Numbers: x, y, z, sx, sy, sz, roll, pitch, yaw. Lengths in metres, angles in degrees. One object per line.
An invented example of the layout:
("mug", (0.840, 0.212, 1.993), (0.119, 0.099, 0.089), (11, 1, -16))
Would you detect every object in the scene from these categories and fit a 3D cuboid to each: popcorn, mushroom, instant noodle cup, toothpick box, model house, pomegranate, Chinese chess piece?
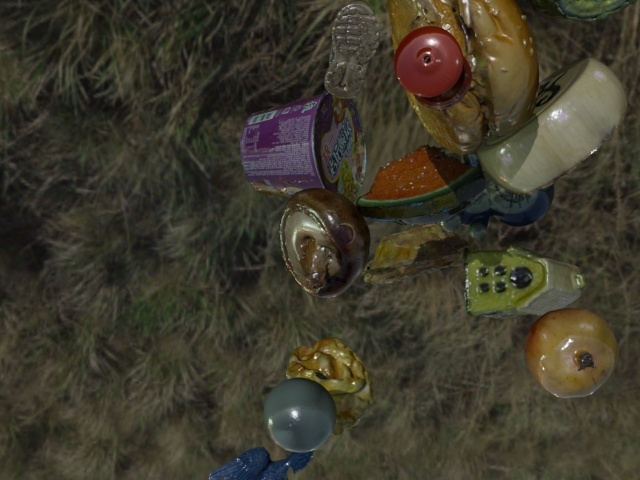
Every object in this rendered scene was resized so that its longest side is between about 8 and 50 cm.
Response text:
("popcorn", (0.010, 0.262, 1.229), (0.180, 0.179, 0.170), (2, 143, -12))
("mushroom", (0.013, -0.002, 1.336), (0.138, 0.194, 0.231), (-7, 146, -27))
("instant noodle cup", (-0.053, -0.252, 1.964), (0.266, 0.339, 0.340), (-3, 148, 28))
("toothpick box", (0.079, -0.118, 0.476), (0.047, 0.047, 0.083), (-19, 179, 16))
("model house", (0.477, 0.088, 1.603), (0.234, 0.174, 0.194), (-16, 159, 39))
("pomegranate", (0.521, 0.233, 1.424), (0.191, 0.191, 0.191), (-4, 143, -3))
("Chinese chess piece", (0.387, -0.191, 1.161), (0.104, 0.257, 0.257), (45, 126, -8))

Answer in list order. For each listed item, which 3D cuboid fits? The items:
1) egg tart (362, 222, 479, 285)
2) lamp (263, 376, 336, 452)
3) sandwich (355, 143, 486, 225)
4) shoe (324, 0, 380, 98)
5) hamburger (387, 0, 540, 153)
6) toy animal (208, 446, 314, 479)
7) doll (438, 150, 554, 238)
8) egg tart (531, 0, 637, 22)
("egg tart", (0.273, 0.034, 1.956), (0.352, 0.149, 0.352), (-16, 178, -1))
("lamp", (-0.029, 0.244, 0.965), (0.105, 0.105, 0.105), (-4, 143, -3))
("sandwich", (0.184, -0.092, 1.309), (0.235, 0.159, 0.079), (-25, 134, 5))
("shoe", (0.062, -0.360, 1.284), (0.089, 0.092, 0.180), (13, 123, 0))
("hamburger", (0.195, -0.279, 0.983), (0.170, 0.289, 0.314), (-25, 169, 5))
("toy animal", (-0.128, 0.549, 1.558), (0.239, 0.255, 0.176), (46, 149, -17))
("doll", (0.404, -0.109, 1.590), (0.259, 0.228, 0.154), (-8, 154, 21))
("egg tart", (0.394, -0.381, 0.989), (0.197, 0.078, 0.197), (0, 147, 0))
